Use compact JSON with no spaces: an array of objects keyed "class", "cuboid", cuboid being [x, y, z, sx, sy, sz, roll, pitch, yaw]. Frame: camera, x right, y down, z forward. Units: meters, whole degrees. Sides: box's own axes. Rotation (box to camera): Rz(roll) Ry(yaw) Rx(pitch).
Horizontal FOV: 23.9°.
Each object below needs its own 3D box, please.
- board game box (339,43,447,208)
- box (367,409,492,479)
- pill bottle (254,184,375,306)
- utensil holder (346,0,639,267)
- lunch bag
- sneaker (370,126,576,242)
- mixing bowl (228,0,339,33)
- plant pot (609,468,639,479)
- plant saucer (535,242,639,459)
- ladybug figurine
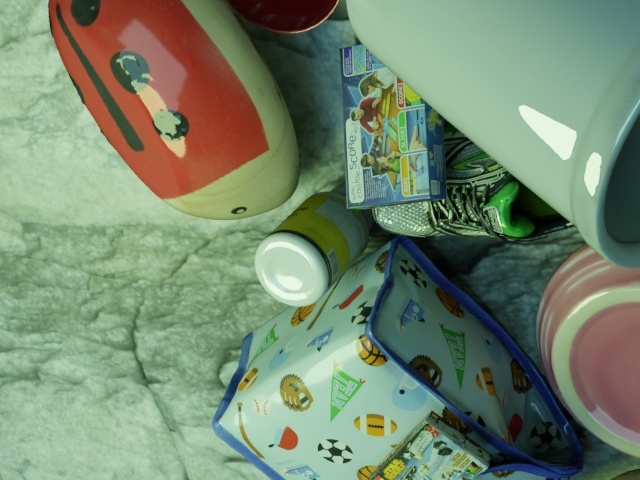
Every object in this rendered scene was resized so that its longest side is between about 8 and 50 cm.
[{"class":"board game box","cuboid":[0.086,-0.143,1.825,0.136,0.035,0.201,-5,86,44]},{"class":"box","cuboid":[0.132,0.278,1.838,0.094,0.027,0.137,37,127,-4]},{"class":"pill bottle","cuboid":[0.000,0.000,1.933,0.103,0.184,0.103,14,122,23]},{"class":"utensil holder","cuboid":[0.259,-0.215,1.507,0.385,0.328,0.327,44,134,33]},{"class":"lunch bag","cuboid":[0.109,0.242,1.990,0.385,0.239,0.328,42,130,-19]},{"class":"sneaker","cuboid":[0.202,-0.063,1.808,0.344,0.146,0.134,-10,111,34]},{"class":"mixing bowl","cuboid":[-0.033,-0.349,1.806,0.181,0.098,0.181,13,122,22]},{"class":"plant pot","cuboid":[0.363,0.451,1.943,0.280,0.323,0.323,-11,112,52]},{"class":"plant saucer","cuboid":[0.415,0.147,1.848,0.332,0.084,0.332,13,122,23]},{"class":"ladybug figurine","cuboid":[-0.199,-0.205,1.893,0.305,0.162,0.449,-6,120,59]}]
